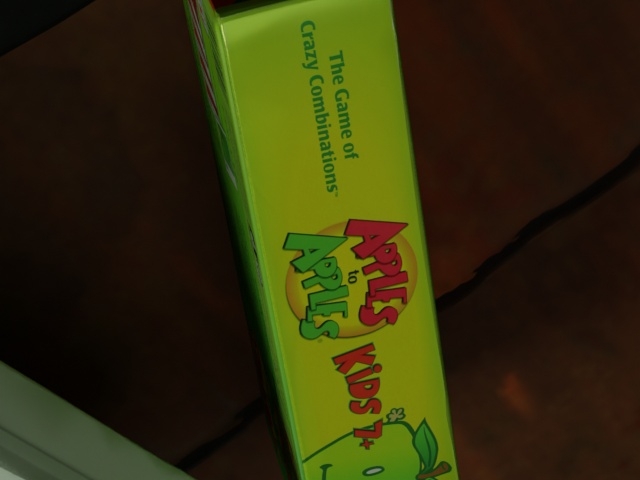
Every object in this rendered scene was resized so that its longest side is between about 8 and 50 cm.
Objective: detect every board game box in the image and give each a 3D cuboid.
[{"bbox_3d":[0.000,0.000,0.523,0.043,0.092,0.181,-13,121,-6],"label":"board game box"}]

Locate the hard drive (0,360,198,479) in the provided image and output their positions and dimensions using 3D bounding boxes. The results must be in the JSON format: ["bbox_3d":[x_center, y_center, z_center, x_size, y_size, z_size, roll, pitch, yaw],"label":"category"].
[{"bbox_3d":[-0.199,0.049,0.491,0.307,0.040,0.203,35,130,-28],"label":"hard drive"}]

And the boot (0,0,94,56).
[{"bbox_3d":[-0.079,-0.175,0.234,0.445,0.146,0.367,-40,146,-35],"label":"boot"}]
